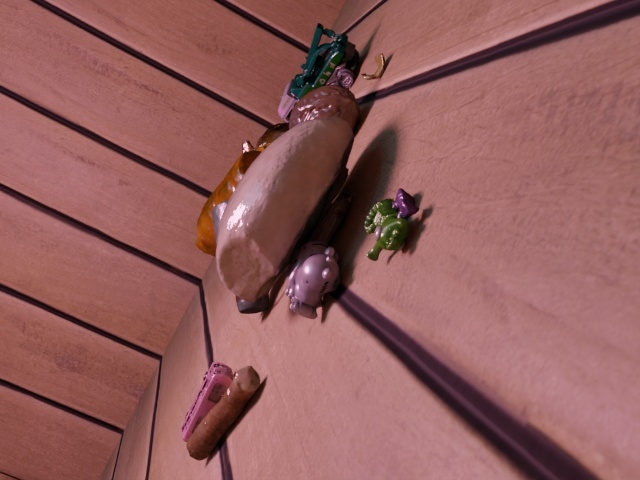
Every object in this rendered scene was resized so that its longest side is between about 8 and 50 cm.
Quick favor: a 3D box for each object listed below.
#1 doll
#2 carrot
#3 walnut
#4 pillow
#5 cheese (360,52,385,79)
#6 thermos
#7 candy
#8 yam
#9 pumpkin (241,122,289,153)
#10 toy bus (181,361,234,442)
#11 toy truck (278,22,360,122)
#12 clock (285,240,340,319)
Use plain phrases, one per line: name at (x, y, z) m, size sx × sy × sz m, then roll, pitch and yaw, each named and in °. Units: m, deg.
doll at (0.106, -0.027, 1.113) m, size 0.115 × 0.050 × 0.190 m, roll -52°, pitch 13°, yaw 15°
carrot at (-0.188, -0.099, 2.014) m, size 0.340 × 0.242 × 0.241 m, roll -49°, pitch 18°, yaw 38°
walnut at (0.013, -0.316, 1.839) m, size 0.230 × 0.178 × 0.178 m, roll -26°, pitch 37°, yaw 51°
pillow at (0.000, 0.000, 1.464) m, size 0.232 × 0.038 × 0.131 m, roll -59°, pitch -8°, yaw 13°
cheese at (0.142, -0.445, 1.852) m, size 0.084 × 0.041 × 0.060 m, roll -53°, pitch 19°, yaw -6°
thermos at (-0.181, 0.037, 1.769) m, size 0.182 × 0.145 × 0.286 m, roll 128°, pitch 134°, yaw -64°
candy at (-0.071, -0.085, 1.484) m, size 0.426 × 0.186 × 0.386 m, roll -54°, pitch -7°, yaw -20°
yam at (-0.211, 0.375, 1.522) m, size 0.299 × 0.066 × 0.066 m, roll -55°, pitch 15°, yaw 33°
pumpkin at (-0.155, -0.220, 2.157) m, size 0.317 × 0.222 × 0.139 m, roll -53°, pitch 13°, yaw 43°
toy bus at (-0.279, 0.404, 1.741) m, size 0.203 × 0.063 × 0.090 m, roll -65°, pitch 15°, yaw 1°
toy truck at (-0.004, -0.519, 2.291) m, size 0.363 × 0.178 × 0.176 m, roll -55°, pitch 15°, yaw 42°
clock at (-0.005, 0.052, 1.321) m, size 0.117 × 0.080 × 0.176 m, roll -57°, pitch 15°, yaw 27°
